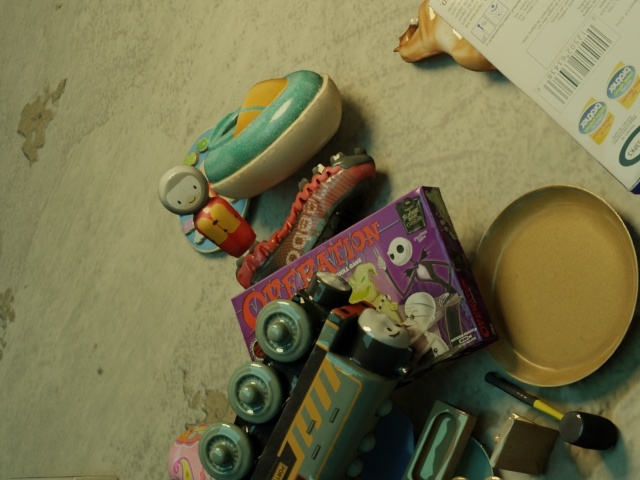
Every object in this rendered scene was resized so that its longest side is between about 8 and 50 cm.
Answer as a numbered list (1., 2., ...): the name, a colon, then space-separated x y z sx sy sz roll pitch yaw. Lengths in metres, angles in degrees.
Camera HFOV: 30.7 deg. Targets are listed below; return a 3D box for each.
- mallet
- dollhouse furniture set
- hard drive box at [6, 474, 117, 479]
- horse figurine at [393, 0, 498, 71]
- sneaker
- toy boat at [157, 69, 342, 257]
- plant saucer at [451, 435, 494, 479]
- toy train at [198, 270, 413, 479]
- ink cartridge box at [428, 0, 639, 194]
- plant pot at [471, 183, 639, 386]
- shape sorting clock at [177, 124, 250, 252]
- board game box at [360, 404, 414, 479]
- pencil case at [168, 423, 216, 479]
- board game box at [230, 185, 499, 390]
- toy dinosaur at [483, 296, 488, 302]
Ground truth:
1. mallet: 0.249 0.189 1.339 0.189 0.062 0.039 25 96 47
2. dollhouse furniture set: 0.159 0.248 1.345 0.151 0.123 0.144 24 90 36
3. hard drive box: -0.449 0.498 2.009 0.232 0.089 0.181 -14 73 44
4. horse figurine: 0.196 -0.281 1.484 0.263 0.066 0.174 37 107 45
5. sneaker: 0.000 0.000 1.619 0.276 0.097 0.135 -50 59 22
6. toy boat: -0.103 -0.124 1.622 0.267 0.148 0.318 -31 22 46
7. plant saucer: 0.172 0.296 1.432 0.119 0.021 0.119 -12 74 46
8. toy train: -0.014 0.208 1.427 0.190 0.142 0.334 31 106 20
9. ink cartridge box: 0.342 -0.230 1.226 0.395 0.151 0.270 49 118 28
10. plant pot: 0.275 0.053 1.361 0.236 0.032 0.236 -12 73 45
11. shape sorting clock: -0.173 -0.083 1.859 0.206 0.040 0.206 -12 74 45
12. board game box: 0.082 0.290 1.523 0.133 0.033 0.169 -10 82 43
13. pencil case: -0.091 0.332 1.639 0.284 0.124 0.124 1 84 46
14. board game box: 0.044 0.099 1.487 0.347 0.056 0.208 -32 66 34
15. toy dinosaur: 0.128 0.116 1.490 0.183 0.053 0.093 -12 73 45
